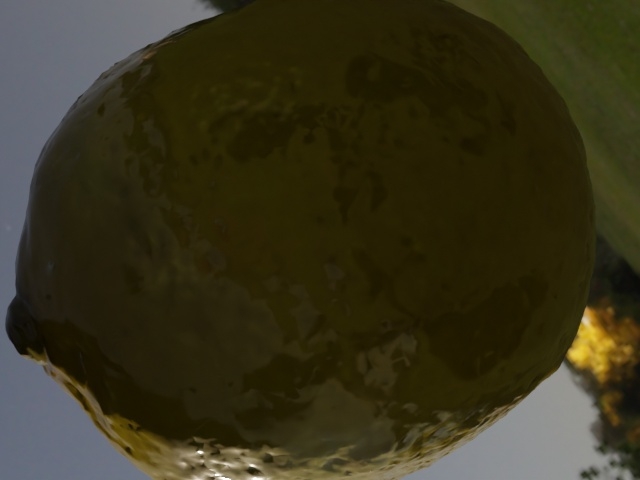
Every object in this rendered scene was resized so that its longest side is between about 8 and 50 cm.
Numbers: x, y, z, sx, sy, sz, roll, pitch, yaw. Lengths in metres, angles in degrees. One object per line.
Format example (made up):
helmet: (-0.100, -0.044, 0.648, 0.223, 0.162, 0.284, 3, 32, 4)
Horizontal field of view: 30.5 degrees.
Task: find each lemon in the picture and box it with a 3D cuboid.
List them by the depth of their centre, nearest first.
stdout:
lemon: (0.000, 0.000, 0.537, 0.233, 0.288, 0.233, 44, 145, 42)
